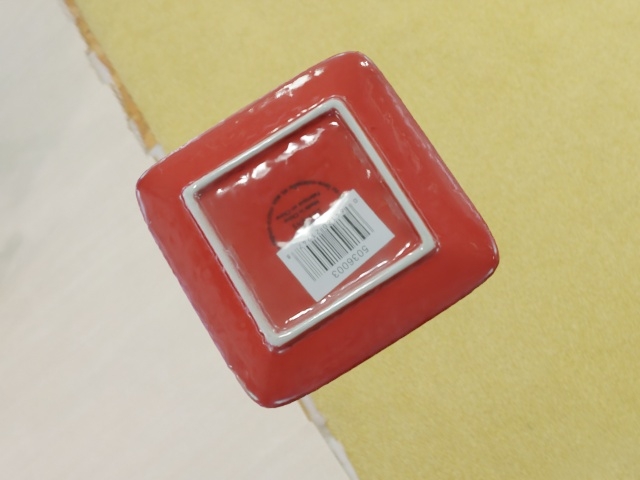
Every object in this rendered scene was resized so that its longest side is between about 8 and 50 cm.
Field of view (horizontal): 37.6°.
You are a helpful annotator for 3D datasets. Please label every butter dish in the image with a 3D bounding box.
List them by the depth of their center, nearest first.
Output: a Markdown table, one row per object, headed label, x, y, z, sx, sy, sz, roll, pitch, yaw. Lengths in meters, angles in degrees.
| label | x | y | z | sx | sy | sz | roll | pitch | yaw |
| --- | --- | --- | --- | --- | --- | --- | --- | --- | --- |
| butter dish | 0.000 | 0.000 | 0.558 | 0.160 | 0.118 | 0.160 | -32 | 75 | -1 |
